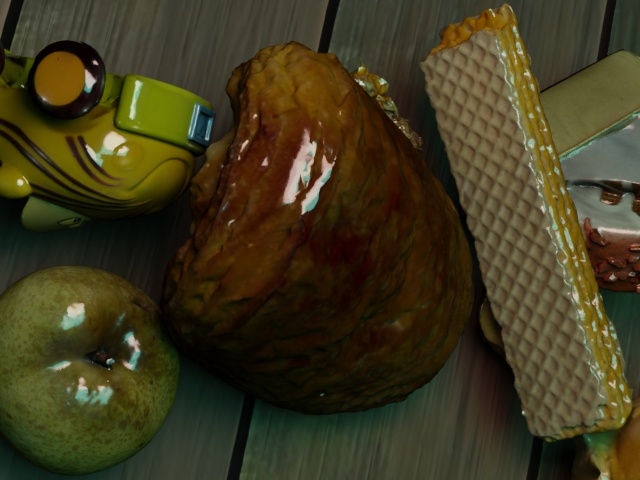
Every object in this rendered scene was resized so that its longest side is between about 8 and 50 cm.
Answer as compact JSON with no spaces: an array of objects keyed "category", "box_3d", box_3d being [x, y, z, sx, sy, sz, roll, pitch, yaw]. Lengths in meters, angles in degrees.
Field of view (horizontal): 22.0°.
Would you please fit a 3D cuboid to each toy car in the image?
[{"category":"toy car","box_3d":[-0.213,-0.077,1.286,0.248,0.200,0.142,12,88,18]}]

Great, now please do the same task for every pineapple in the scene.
[{"category":"pineapple","box_3d":[0.040,-0.103,1.497,0.114,0.077,0.114,19,107,-31]}]

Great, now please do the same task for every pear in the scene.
[{"category":"pear","box_3d":[-0.190,0.102,1.302,0.167,0.136,0.167,11,71,-36]}]

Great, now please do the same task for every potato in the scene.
[{"category":"potato","box_3d":[0.184,0.066,1.516,0.103,0.066,0.096,25,84,-19]}]

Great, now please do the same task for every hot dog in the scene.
[{"category":"hot dog","box_3d":[0.000,0.000,1.335,0.174,0.387,0.267,18,77,27]}]

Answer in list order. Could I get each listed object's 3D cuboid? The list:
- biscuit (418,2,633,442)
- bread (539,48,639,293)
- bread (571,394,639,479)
[{"category":"biscuit","box_3d":[0.178,-0.014,1.430,0.054,0.094,0.379,-16,90,-49]},{"category":"bread","box_3d":[0.278,-0.057,1.522,0.224,0.142,0.212,-29,61,-17]},{"category":"bread","box_3d":[0.418,0.217,1.528,0.388,0.183,0.236,-19,85,-26]}]
